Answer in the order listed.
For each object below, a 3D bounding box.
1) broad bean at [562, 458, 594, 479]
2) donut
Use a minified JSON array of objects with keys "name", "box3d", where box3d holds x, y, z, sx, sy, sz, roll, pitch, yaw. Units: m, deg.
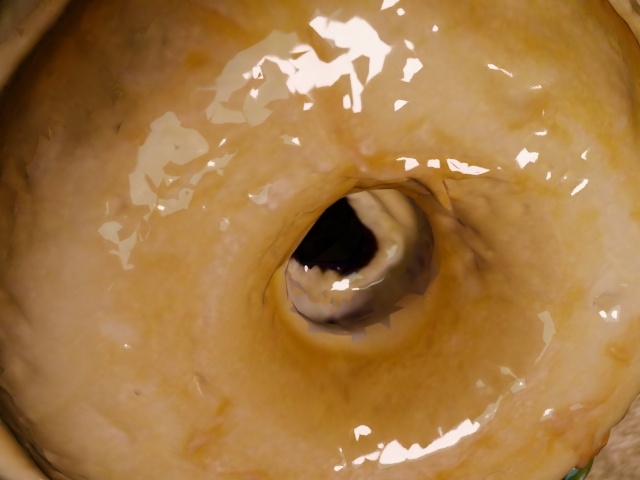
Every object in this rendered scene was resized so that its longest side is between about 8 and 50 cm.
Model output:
[{"name":"broad bean","box3d":[0.093,0.164,1.002,0.213,0.048,0.070,-2,118,-24]},{"name":"donut","box3d":[0.000,0.000,0.779,0.449,0.198,0.449,-10,120,-19]}]
